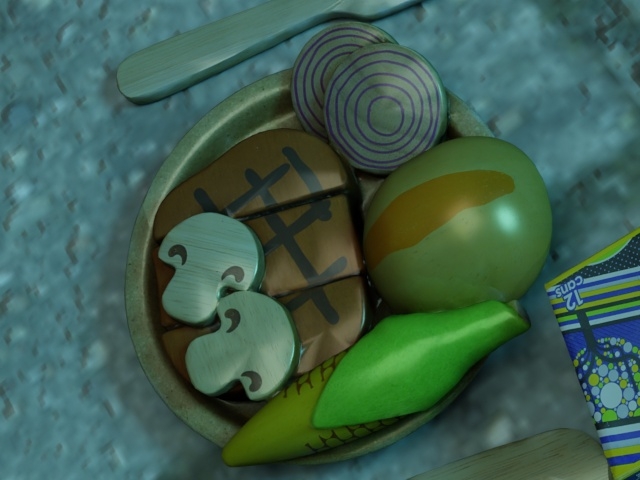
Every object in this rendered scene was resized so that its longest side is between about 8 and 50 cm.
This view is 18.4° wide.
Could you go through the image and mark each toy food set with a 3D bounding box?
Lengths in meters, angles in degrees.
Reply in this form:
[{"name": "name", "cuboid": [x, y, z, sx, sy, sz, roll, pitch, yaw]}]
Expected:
[{"name": "toy food set", "cuboid": [0.000, 0.000, 0.563, 0.132, 0.038, 0.192, -22, 65, 14]}]

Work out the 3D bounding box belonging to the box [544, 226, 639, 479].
[{"name": "box", "cuboid": [0.139, 0.000, 0.465, 0.169, 0.054, 0.059, -34, 60, 33]}]
